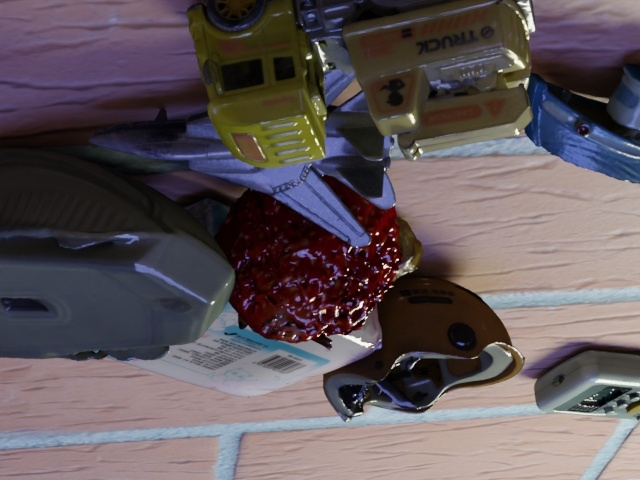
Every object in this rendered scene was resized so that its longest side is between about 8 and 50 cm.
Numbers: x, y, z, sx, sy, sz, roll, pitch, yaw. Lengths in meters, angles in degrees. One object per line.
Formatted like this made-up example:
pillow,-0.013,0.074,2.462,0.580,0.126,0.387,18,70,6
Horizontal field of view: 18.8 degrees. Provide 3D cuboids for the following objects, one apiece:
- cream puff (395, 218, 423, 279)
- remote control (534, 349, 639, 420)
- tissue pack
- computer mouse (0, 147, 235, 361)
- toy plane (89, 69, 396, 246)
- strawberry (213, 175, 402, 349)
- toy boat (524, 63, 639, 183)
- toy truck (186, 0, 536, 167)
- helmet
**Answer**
cream puff,0.065,0.014,1.999,0.083,0.058,0.083,-10,154,13
remote control,0.429,0.196,2.507,0.296,0.056,0.140,8,154,-28
tissue pack,-0.093,0.066,2.001,0.201,0.124,0.271,-21,151,33
computer mouse,-0.275,0.004,1.798,0.429,0.145,0.228,0,151,17
toy plane,-0.066,-0.092,1.695,0.267,0.088,0.212,6,129,9
strawberry,0.000,0.000,1.822,0.187,0.184,0.201,17,127,-30
toy boat,0.271,-0.119,1.747,0.215,0.088,0.102,10,117,-31
toy truck,0.038,-0.136,1.531,0.272,0.157,0.124,-10,156,7
helmet,0.103,0.109,2.141,0.224,0.130,0.198,-10,162,-17
